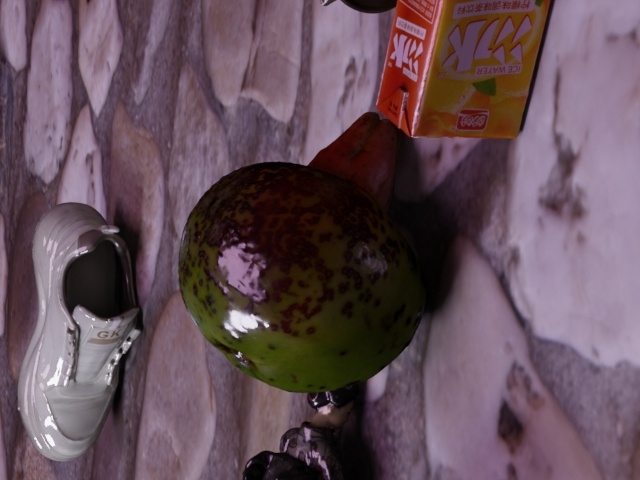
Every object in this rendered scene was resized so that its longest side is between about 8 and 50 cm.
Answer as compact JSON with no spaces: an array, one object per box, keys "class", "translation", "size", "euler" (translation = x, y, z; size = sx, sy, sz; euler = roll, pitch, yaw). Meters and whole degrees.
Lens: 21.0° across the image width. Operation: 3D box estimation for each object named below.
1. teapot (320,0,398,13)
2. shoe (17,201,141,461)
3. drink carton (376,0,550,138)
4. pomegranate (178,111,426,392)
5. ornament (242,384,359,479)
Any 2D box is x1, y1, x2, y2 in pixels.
[{"class":"teapot","translation":[0.042,-0.241,1.445],"size":[0.121,0.076,0.068],"euler":[-53,28,13]},{"class":"shoe","translation":[-0.276,0.113,2.065],"size":[0.159,0.124,0.316],"euler":[3,93,57]},{"class":"drink carton","translation":[0.115,-0.188,1.265],"size":[0.071,0.096,0.223],"euler":[47,131,54]},{"class":"pomegranate","translation":[0.000,0.000,1.429],"size":[0.248,0.214,0.214],"euler":[-59,23,-12]},{"class":"ornament","translation":[-0.003,0.206,1.558],"size":[0.166,0.153,0.196],"euler":[27,92,60]}]
